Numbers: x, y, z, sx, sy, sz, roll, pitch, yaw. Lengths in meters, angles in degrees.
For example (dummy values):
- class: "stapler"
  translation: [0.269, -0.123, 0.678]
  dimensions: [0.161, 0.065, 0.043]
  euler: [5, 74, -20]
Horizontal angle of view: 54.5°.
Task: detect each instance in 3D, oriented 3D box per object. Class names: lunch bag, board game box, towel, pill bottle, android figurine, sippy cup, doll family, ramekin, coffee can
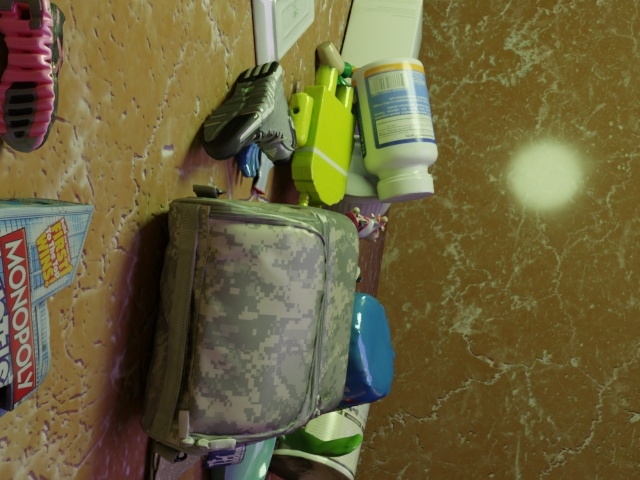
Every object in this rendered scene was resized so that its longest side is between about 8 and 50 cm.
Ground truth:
- class: "lunch bag"
  translation: [-0.097, 0.095, 0.770]
  dimensions: [0.256, 0.213, 0.304]
  euler: [5, 92, -61]
- class: "board game box"
  translation: [-0.231, 0.045, 0.425]
  dimensions: [0.194, 0.060, 0.194]
  euler: [-50, 146, -66]
- class: "towel"
  translation: [-0.190, 0.271, 0.842]
  dimensions: [0.148, 0.027, 0.109]
  euler: [-7, 106, -77]
- class: "pill bottle"
  translation: [0.155, -0.218, 1.266]
  dimensions: [0.152, 0.153, 0.271]
  euler: [13, 68, -78]
- class: "android figurine"
  translation: [0.006, -0.182, 1.185]
  dimensions: [0.248, 0.056, 0.272]
  euler: [22, 76, -64]
- class: "sippy cup"
  translation: [-0.008, 0.180, 0.997]
  dimensions: [0.240, 0.224, 0.305]
  euler: [-79, 149, -42]
- class: "doll family"
  translation: [0.000, 0.000, 1.203]
  dimensions: [0.118, 0.263, 0.163]
  euler: [57, 18, 18]
- class: "ramekin"
  translation: [0.075, -0.131, 1.399]
  dimensions: [0.109, 0.207, 0.207]
  euler: [99, 7, -48]
- class: "coffee can"
  translation: [0.007, 0.398, 1.415]
  dimensions: [0.201, 0.202, 0.275]
  euler: [83, 19, -50]

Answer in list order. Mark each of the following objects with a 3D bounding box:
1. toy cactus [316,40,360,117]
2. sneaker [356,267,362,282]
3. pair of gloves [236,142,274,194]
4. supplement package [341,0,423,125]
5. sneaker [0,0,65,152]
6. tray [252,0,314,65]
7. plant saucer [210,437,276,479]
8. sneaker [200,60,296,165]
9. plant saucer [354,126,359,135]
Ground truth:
- class: "toy cactus"
  translation: [0.035, -0.345, 1.350]
  dimensions: [0.180, 0.112, 0.219]
  euler: [62, 40, -36]
- class: "sneaker"
  translation: [0.019, 0.095, 1.384]
  dimensions: [0.234, 0.153, 0.094]
  euler: [85, 20, -47]
- class: "pair of gloves"
  translation: [-0.094, -0.163, 1.009]
  dimensions: [0.198, 0.023, 0.159]
  euler: [50, 49, -73]
- class: "supplement package"
  translation: [0.152, -0.454, 1.578]
  dimensions: [0.177, 0.176, 0.292]
  euler: [69, 31, -69]
- class: "sneaker"
  translation: [-0.210, -0.125, 0.464]
  dimensions: [0.057, 0.047, 0.119]
  euler: [-77, 175, -83]
- class: "tray"
  translation: [-0.053, -0.383, 1.035]
  dimensions: [0.270, 0.030, 0.145]
  euler: [-66, 160, -51]
- class: "plant saucer"
  translation: [-0.131, 0.337, 1.124]
  dimensions: [0.317, 0.044, 0.317]
  euler: [8, 90, -77]
- class: "sneaker"
  translation: [-0.080, -0.145, 0.863]
  dimensions: [0.228, 0.086, 0.132]
  euler: [-69, 145, -47]
- class: "plant saucer"
  translation: [0.134, -0.242, 1.826]
  dimensions: [0.400, 0.101, 0.400]
  euler: [7, 90, -78]
